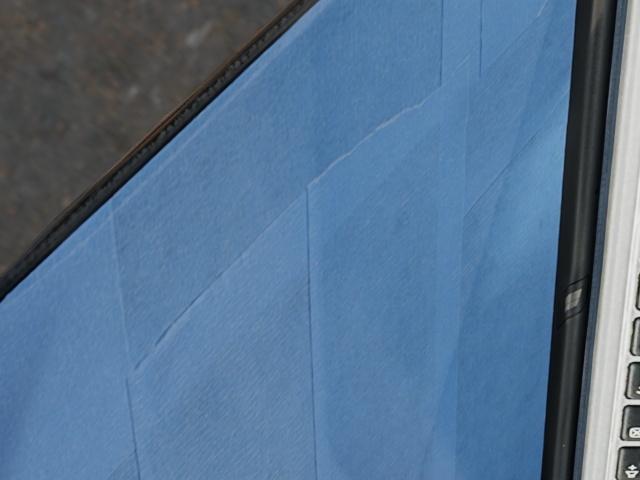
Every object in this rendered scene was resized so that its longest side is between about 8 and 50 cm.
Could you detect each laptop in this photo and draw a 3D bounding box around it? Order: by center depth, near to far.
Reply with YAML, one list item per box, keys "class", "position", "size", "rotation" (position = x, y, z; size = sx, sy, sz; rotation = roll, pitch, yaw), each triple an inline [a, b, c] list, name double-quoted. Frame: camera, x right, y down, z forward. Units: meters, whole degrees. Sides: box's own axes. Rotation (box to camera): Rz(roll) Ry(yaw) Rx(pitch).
- class: "laptop"
  position: [0.132, 0.078, 0.510]
  size: [0.408, 0.382, 0.236]
  rotation: [-2, 45, 0]
